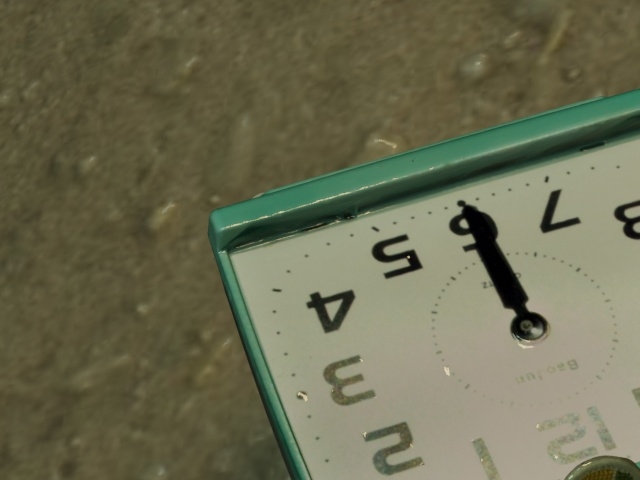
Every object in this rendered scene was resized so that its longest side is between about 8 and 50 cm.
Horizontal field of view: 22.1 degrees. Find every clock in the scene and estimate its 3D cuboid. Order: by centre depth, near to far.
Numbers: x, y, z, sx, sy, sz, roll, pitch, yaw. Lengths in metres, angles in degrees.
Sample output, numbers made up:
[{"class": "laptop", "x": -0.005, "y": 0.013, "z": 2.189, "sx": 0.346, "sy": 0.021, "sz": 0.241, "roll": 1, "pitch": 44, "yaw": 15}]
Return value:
[{"class": "clock", "x": 0.100, "y": 0.060, "z": 0.824, "sx": 0.262, "sy": 0.116, "sz": 0.231, "roll": -17, "pitch": 55, "yaw": -9}]

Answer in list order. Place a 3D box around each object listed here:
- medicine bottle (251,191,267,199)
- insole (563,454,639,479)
[{"class": "medicine bottle", "x": 0.000, "y": 0.000, "z": 0.997, "sx": 0.089, "sy": 0.057, "sz": 0.057, "roll": 5, "pitch": 65, "yaw": 35}, {"class": "insole", "x": 0.116, "y": 0.177, "z": 0.746, "sx": 0.065, "sy": 0.193, "sz": 0.006, "roll": -4, "pitch": 30, "yaw": -17}]
